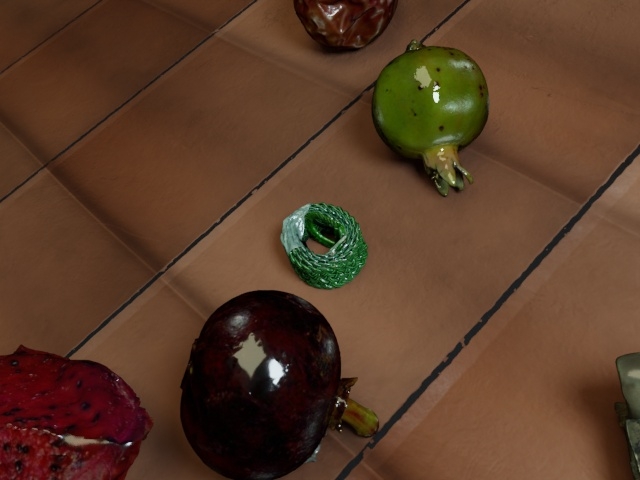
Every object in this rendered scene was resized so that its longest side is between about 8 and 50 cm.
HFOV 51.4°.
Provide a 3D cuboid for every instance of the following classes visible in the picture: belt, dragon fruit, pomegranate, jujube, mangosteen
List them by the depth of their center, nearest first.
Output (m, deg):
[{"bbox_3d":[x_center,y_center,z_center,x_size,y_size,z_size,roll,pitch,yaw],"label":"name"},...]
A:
[{"bbox_3d":[-0.042,0.190,0.839,0.261,0.235,0.236,19,55,-7],"label":"mangosteen"},{"bbox_3d":[-0.374,0.275,0.868,0.330,0.240,0.303,-4,70,27],"label":"dragon fruit"},{"bbox_3d":[0.000,0.000,1.046,0.121,0.079,0.151,-40,49,-12],"label":"belt"},{"bbox_3d":[0.186,-0.202,1.066,0.198,0.198,0.246,-23,52,3],"label":"pomegranate"},{"bbox_3d":[0.048,-0.538,1.396,0.216,0.216,0.342,-11,44,13],"label":"jujube"}]

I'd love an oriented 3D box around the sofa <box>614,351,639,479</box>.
[{"bbox_3d":[0.392,0.220,0.630,0.199,0.182,0.259,-14,50,25],"label":"sofa"}]
